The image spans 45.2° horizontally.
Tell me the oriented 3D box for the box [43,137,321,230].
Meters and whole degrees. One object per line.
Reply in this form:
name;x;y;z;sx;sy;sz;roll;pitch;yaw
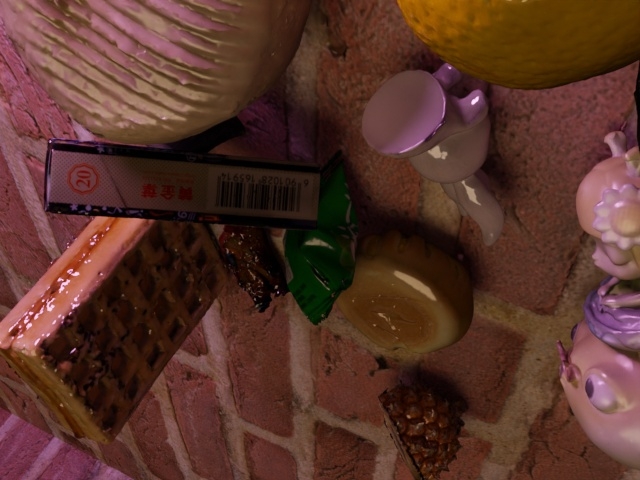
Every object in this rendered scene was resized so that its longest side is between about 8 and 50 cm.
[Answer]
box;-0.171;-0.066;0.949;0.310;0.084;0.198;4;-177;-16

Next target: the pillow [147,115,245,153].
pillow;-0.226;-0.197;1.023;0.250;0.106;0.186;41;150;-18

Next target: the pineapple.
pineapple;0.187;0.304;1.277;0.176;0.137;0.161;66;174;-20

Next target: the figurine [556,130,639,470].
figurine;0.379;0.060;0.828;0.275;0.226;0.394;-17;114;12

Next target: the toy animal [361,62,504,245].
toy animal;0.157;-0.100;0.858;0.221;0.130;0.104;34;-178;-44

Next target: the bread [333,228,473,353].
bread;0.112;0.066;1.066;0.213;0.104;0.213;25;145;19

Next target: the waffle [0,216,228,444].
waffle;-0.309;0.102;1.209;0.114;0.376;0.261;11;140;28

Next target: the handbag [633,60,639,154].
handbag;0.309;-0.106;0.679;0.072;0.139;0.115;6;138;45

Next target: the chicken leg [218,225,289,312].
chicken leg;-0.108;0.029;1.233;0.105;0.063;0.233;4;134;29

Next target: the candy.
candy;-0.002;-0.001;1.022;0.078;0.203;0.141;14;152;-34

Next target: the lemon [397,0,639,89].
lemon;0.168;-0.236;0.549;0.267;0.267;0.267;21;143;17

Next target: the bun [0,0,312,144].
bun;-0.160;-0.276;0.782;0.326;0.234;0.362;13;124;17
